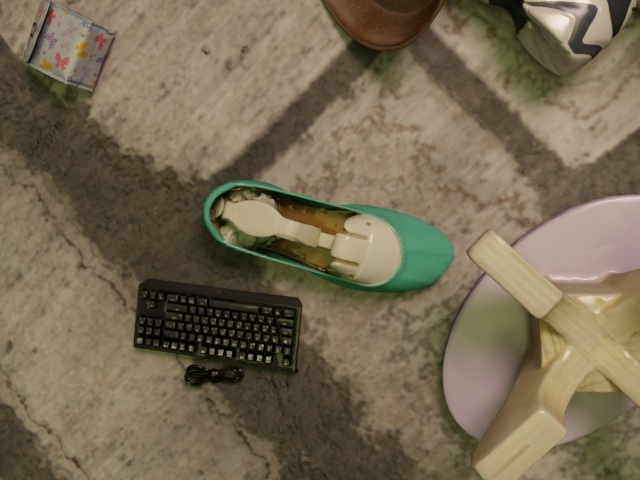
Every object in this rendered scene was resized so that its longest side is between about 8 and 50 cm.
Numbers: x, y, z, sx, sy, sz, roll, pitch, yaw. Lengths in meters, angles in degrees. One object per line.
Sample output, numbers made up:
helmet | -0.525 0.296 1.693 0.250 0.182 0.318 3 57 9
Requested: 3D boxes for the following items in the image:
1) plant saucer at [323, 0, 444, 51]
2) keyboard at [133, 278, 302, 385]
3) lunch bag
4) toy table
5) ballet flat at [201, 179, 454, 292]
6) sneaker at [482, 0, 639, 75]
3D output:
plant saucer | 0.052 -0.261 0.513 0.036 0.198 0.199 -24 90 -27
keyboard | -0.110 0.103 0.646 0.180 0.023 0.108 6 97 13
lunch bag | -0.266 -0.202 0.634 0.083 0.053 0.071 30 100 17
toy table | 0.216 0.084 0.502 0.252 0.161 0.274 32 100 7
ballet flat | 0.000 0.000 0.577 0.247 0.087 0.083 14 98 10
sneaker | 0.187 -0.272 0.510 0.153 0.094 0.235 -40 78 4
